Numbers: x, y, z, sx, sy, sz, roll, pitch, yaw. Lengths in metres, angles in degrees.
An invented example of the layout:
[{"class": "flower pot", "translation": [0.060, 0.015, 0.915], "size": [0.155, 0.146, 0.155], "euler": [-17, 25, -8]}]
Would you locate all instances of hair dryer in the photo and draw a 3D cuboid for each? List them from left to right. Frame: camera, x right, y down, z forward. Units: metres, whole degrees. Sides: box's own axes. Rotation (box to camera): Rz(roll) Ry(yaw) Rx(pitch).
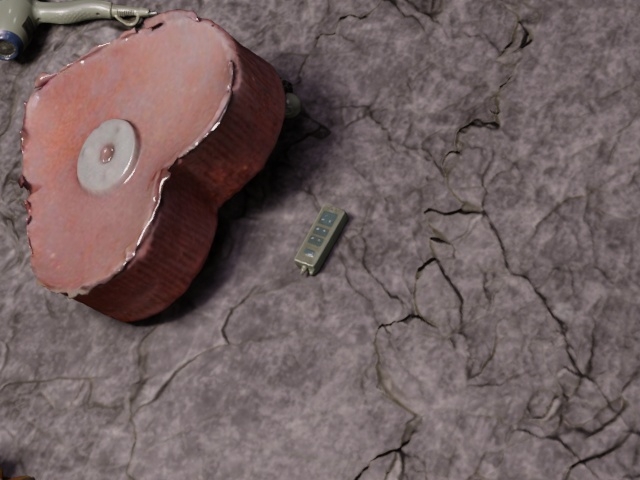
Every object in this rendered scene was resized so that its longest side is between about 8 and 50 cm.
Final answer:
[{"class": "hair dryer", "translation": [-0.297, -0.291, 2.121], "size": [0.199, 0.067, 0.167], "euler": [-14, 50, -2]}]

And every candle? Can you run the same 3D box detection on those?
[{"class": "candle", "translation": [-0.194, -0.080, 1.900], "size": [0.287, 0.131, 0.317], "euler": [24, 82, 39]}]

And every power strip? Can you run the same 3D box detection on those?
[{"class": "power strip", "translation": [0.000, 0.000, 1.853], "size": [0.027, 0.017, 0.083], "euler": [16, 65, 28]}]

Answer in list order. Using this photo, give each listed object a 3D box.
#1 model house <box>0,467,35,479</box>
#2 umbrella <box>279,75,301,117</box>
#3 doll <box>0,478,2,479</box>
[{"class": "model house", "translation": [-0.408, 0.284, 1.739], "size": [0.219, 0.199, 0.229], "euler": [-4, 22, -35]}, {"class": "umbrella", "translation": [-0.082, -0.154, 1.950], "size": [0.143, 0.062, 0.067], "euler": [15, 43, 32]}, {"class": "doll", "translation": [-0.364, 0.287, 1.530], "size": [0.365, 0.094, 0.160], "euler": [-22, 22, -29]}]
